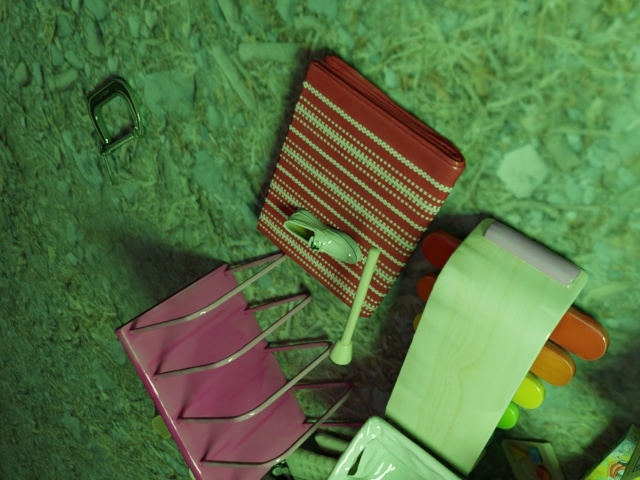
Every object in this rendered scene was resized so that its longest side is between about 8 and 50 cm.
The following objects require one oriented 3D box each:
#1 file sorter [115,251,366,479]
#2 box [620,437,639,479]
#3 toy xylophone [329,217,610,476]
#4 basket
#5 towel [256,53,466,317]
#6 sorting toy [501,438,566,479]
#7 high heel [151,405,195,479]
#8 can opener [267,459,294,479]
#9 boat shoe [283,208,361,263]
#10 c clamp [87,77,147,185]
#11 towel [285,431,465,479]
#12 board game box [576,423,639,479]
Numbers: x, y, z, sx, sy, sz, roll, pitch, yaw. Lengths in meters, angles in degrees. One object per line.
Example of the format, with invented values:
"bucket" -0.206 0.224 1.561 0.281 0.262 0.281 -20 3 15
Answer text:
"file sorter" -0.086 0.186 0.876 0.182 0.202 0.290 -17 102 44
"box" 0.403 0.189 0.484 0.213 0.117 0.243 47 137 11
"toy xylophone" 0.139 0.115 0.709 0.236 0.081 0.322 39 135 18
"basket" 0.103 0.296 0.749 0.167 0.113 0.103 34 175 26
"towel" 0.032 -0.050 0.747 0.199 0.031 0.274 40 137 15
"sorting toy" 0.248 0.268 0.752 0.062 0.012 0.083 -15 103 46
"high heel" -0.232 0.372 1.243 0.082 0.117 0.244 -34 113 15
"can opener" -0.050 0.402 1.090 0.059 0.073 0.186 -12 114 5
"boat shoe" 0.000 0.000 0.760 0.100 0.035 0.035 36 136 18
"c clamp" -0.307 -0.170 0.997 0.161 0.022 0.137 -20 95 49
"towel" 0.113 0.437 0.965 0.324 0.056 0.312 -2 116 41
"board game box" 0.324 0.270 0.673 0.103 0.026 0.154 36 134 21
